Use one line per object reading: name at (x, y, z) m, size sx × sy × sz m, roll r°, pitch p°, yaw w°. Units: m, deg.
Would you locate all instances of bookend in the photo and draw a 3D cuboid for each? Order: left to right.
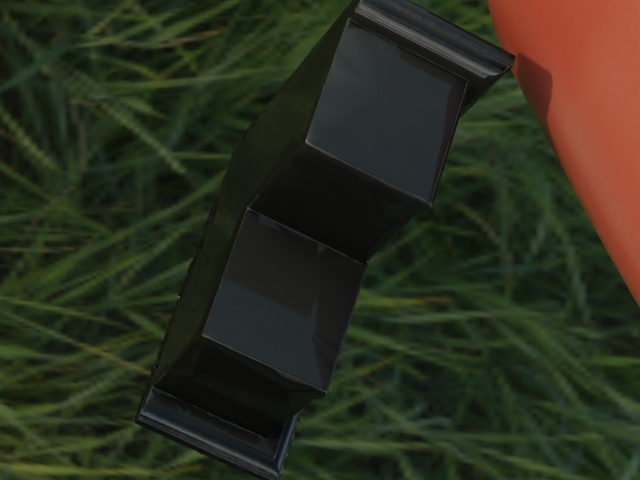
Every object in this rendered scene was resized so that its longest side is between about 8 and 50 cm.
bookend at (0.000, 0.000, 0.842) m, size 0.072 × 0.157 × 0.156 m, roll 26°, pitch 58°, yaw -12°

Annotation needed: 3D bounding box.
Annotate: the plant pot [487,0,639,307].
plant pot at (0.220, -0.061, 0.844) m, size 0.275 × 0.275 × 0.243 m, roll 35°, pitch 30°, yaw -32°
